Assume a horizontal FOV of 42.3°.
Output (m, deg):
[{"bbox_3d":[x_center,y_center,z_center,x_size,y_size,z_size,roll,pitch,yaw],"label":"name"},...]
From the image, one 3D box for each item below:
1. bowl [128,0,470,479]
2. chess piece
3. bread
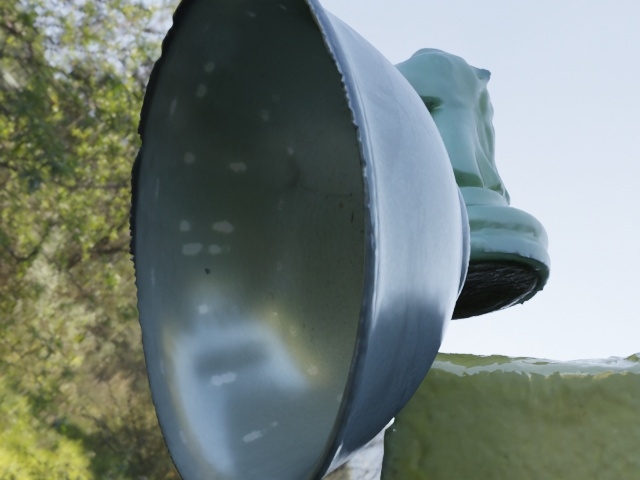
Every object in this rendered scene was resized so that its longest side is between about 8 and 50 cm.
[{"bbox_3d":[0.000,0.000,0.498,0.313,0.146,0.313,4,-85,61],"label":"bowl"},{"bbox_3d":[0.121,-0.078,0.841,0.176,0.176,0.298,84,0,-62],"label":"chess piece"},{"bbox_3d":[0.163,0.211,0.561,0.198,0.263,0.236,3,-13,26],"label":"bread"}]
